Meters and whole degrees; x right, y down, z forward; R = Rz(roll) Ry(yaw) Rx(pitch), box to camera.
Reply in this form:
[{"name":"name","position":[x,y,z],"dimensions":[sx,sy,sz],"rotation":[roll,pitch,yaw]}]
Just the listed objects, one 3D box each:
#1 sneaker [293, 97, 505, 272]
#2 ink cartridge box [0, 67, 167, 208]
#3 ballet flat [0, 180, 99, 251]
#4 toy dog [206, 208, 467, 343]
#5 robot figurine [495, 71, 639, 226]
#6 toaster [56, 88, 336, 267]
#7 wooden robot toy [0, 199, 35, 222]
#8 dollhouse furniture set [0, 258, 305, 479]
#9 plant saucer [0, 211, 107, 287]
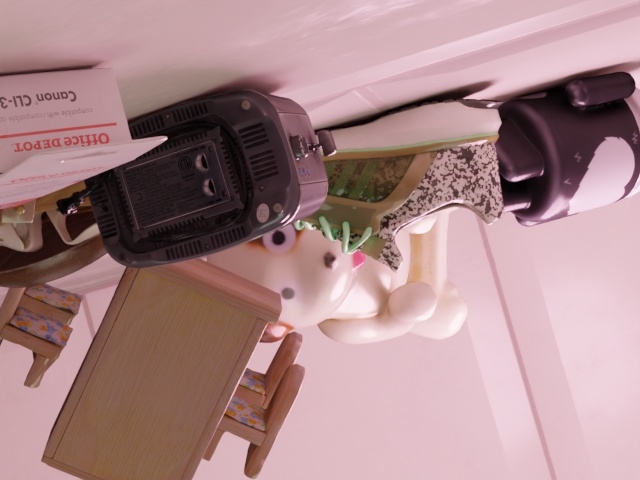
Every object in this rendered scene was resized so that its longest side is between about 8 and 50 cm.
[{"name":"sneaker","position":[0.036,-0.041,1.657],"dimensions":[0.410,0.182,0.158],"rotation":[-16,178,7]},{"name":"ink cartridge box","position":[-0.207,-0.066,0.937],"dimensions":[0.198,0.067,0.115],"rotation":[-16,178,44]},{"name":"ballet flat","position":[-0.269,-0.026,1.355],"dimensions":[0.232,0.073,0.080],"rotation":[-17,175,21]},{"name":"toy dog","position":[0.000,0.000,1.977],"dimensions":[0.395,0.284,0.408],"rotation":[14,-169,24]},{"name":"robot figurine","position":[0.335,-0.120,1.887],"dimensions":[0.278,0.173,0.209],"rotation":[-14,180,-27]},{"name":"toaster","position":[-0.100,-0.052,1.228],"dimensions":[0.227,0.129,0.146],"rotation":[-18,179,19]},{"name":"wooden robot toy","position":[-0.326,-0.037,1.141],"dimensions":[0.173,0.076,0.079],"rotation":[-15,-147,-21]},{"name":"dollhouse furniture set","position":[-0.183,0.101,1.630],"dimensions":[0.362,0.256,0.394],"rotation":[25,-169,-9]},{"name":"plant saucer","position":[-0.273,-0.001,1.451],"dimensions":[0.198,0.036,0.198],"rotation":[-19,-159,7]}]
